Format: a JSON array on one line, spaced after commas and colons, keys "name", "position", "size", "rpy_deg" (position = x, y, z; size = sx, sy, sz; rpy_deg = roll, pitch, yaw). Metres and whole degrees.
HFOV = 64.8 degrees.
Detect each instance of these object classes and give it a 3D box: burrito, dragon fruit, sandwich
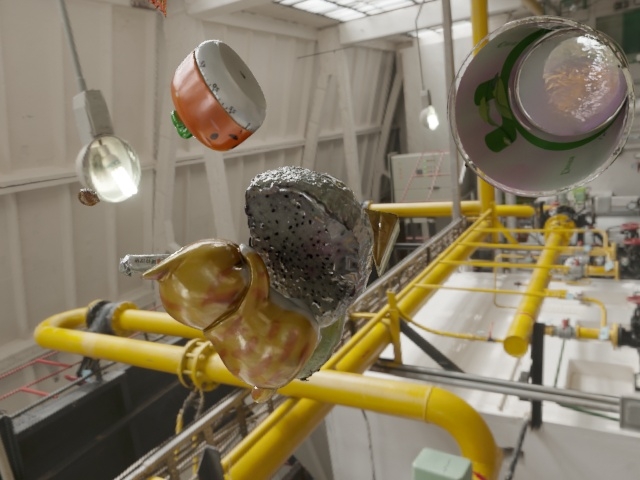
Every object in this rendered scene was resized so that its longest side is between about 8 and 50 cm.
[{"name": "burrito", "position": [-0.431, 0.067, 1.326], "size": [0.064, 0.203, 0.064], "rpy_deg": [1, -90, -85]}, {"name": "dragon fruit", "position": [0.000, 0.000, 0.909], "size": [0.221, 0.203, 0.283], "rpy_deg": [-56, -31, -61]}, {"name": "sandwich", "position": [0.134, 0.005, 1.351], "size": [0.079, 0.113, 0.163], "rpy_deg": [66, -137, -59]}]

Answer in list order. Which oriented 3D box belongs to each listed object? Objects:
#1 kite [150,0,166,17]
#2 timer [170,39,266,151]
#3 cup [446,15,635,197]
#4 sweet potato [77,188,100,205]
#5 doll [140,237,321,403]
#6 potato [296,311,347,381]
[{"name": "kite", "position": [-0.357, -0.550, 1.030], "size": [0.222, 0.125, 0.008], "rpy_deg": [19, -128, -58]}, {"name": "timer", "position": [-0.141, -0.175, 0.645], "size": [0.099, 0.136, 0.136], "rpy_deg": [18, -106, -66]}, {"name": "cup", "position": [0.370, -0.230, 0.800], "size": [0.274, 0.253, 0.253], "rpy_deg": [-36, -59, -45]}, {"name": "sweet potato", "position": [-0.450, -0.085, 0.975], "size": [0.095, 0.034, 0.034], "rpy_deg": [131, 145, -79]}, {"name": "doll", "position": [-0.118, 0.105, 0.758], "size": [0.162, 0.166, 0.270], "rpy_deg": [-41, -84, -7]}, {"name": "potato", "position": [-0.014, 0.188, 1.097], "size": [0.113, 0.149, 0.251], "rpy_deg": [24, -81, -33]}]
